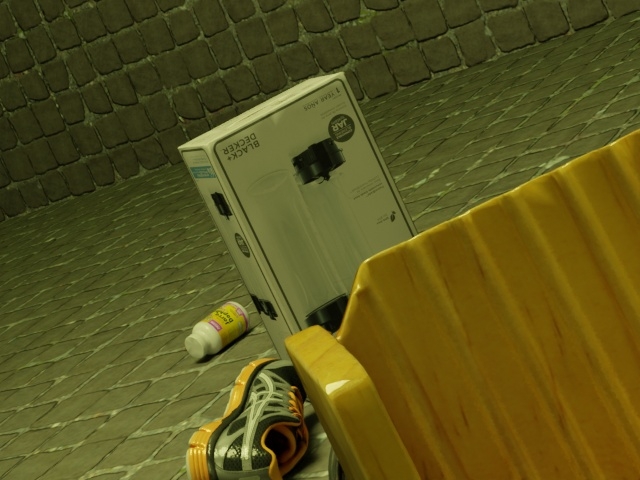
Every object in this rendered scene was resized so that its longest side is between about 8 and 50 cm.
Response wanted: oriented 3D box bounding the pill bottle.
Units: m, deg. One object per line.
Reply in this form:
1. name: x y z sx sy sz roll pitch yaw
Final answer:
1. pill bottle: -0.127 0.111 1.871 0.043 0.043 0.083 -12 18 45

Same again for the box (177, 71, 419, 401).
1. box: 0.000 0.000 1.523 0.169 0.290 0.087 -31 12 -21

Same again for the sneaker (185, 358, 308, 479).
1. sneaker: -0.046 0.174 1.400 0.083 0.084 0.215 -4 23 21

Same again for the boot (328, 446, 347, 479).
1. boot: 0.156 0.129 1.148 0.263 0.091 0.229 -30 13 -33

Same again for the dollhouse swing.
1. dollhouse swing: 0.197 0.085 0.846 0.346 0.315 0.305 -25 -8 -8
